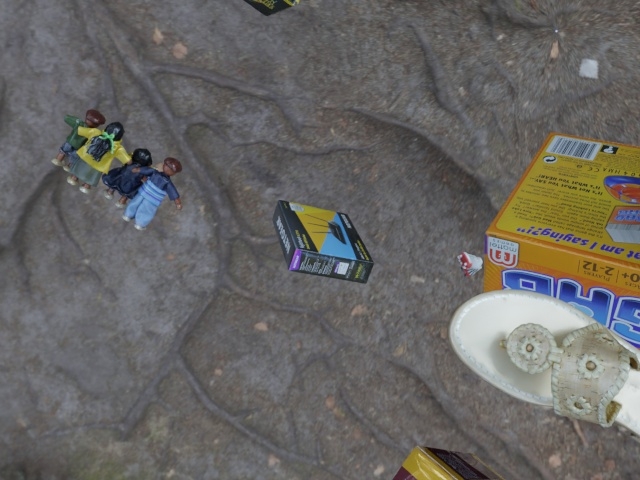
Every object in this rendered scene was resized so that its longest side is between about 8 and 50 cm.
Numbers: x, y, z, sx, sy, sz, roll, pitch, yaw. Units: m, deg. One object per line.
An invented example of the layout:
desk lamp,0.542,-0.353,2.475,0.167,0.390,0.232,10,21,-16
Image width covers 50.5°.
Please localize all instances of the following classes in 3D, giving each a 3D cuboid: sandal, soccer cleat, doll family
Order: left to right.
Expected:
doll family,-0.269,-0.102,0.919,0.193,0.076,0.111,35,102,-17
soccer cleat,0.244,0.035,1.097,0.035,0.083,0.029,-27,63,3
sandal,0.219,0.101,0.510,0.240,0.079,0.088,27,77,-3

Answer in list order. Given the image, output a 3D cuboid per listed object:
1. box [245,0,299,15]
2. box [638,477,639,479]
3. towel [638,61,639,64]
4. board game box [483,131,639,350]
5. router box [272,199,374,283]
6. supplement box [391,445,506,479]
box,-0.133,-0.501,0.909,0.079,0.322,0.257,3,71,52
box,0.185,0.086,0.297,0.036,0.225,0.136,35,134,22
towel,0.707,-0.276,1.246,0.237,0.021,0.102,46,117,-1
board game box,0.542,0.060,1.289,0.356,0.356,0.356,17,135,29
router box,0.000,0.000,1.121,0.133,0.179,0.046,10,115,-19
supplement box,0.109,0.304,0.605,0.129,0.194,0.191,35,89,32
